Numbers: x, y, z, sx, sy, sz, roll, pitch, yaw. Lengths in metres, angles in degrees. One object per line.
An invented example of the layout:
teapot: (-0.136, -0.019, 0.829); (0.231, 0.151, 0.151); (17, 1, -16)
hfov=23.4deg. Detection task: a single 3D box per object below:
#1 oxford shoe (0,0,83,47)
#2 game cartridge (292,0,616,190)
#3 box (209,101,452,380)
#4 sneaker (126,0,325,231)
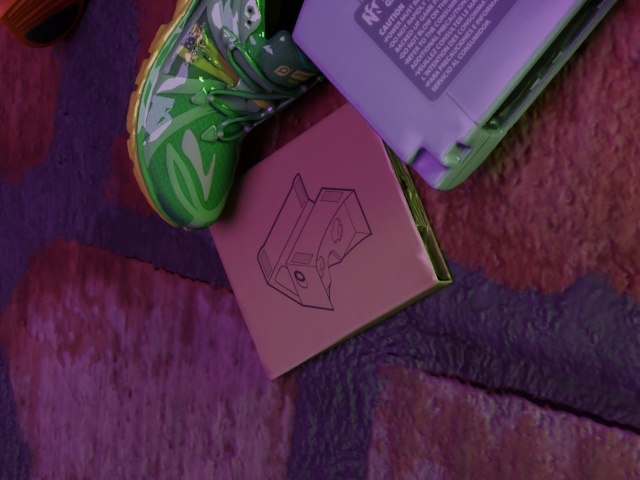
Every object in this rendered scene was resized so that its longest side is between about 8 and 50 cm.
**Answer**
oxford shoe: (-0.303, -0.269, 1.330); (0.097, 0.271, 0.098); (-40, 60, -7)
game cartridge: (0.115, -0.208, 1.078); (0.297, 0.062, 0.198); (-51, 59, 23)
box: (0.000, 0.000, 1.235); (0.201, 0.021, 0.164); (-32, 73, 37)
sneaker: (-0.063, -0.138, 1.214); (0.123, 0.109, 0.296); (31, 108, 35)
